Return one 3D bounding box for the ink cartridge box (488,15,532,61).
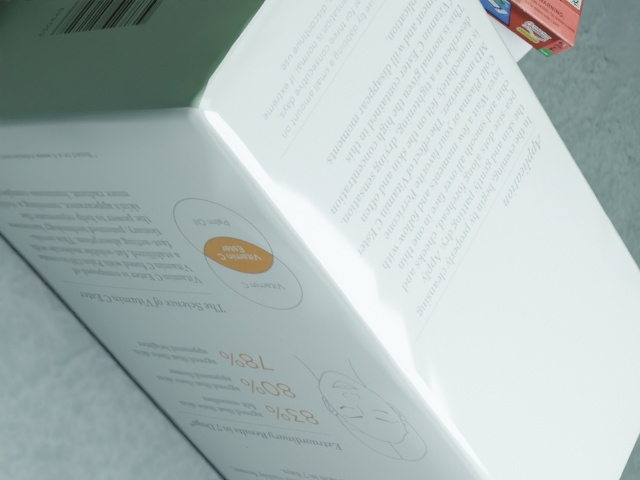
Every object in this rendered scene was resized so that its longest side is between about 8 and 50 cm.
[{"bbox_3d":[0.052,-0.121,0.958,0.180,0.060,0.104,-43,119,-37],"label":"ink cartridge box"}]

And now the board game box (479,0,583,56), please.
[{"bbox_3d":[0.058,-0.240,0.924,0.281,0.027,0.145,30,60,-27],"label":"board game box"}]

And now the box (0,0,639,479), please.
[{"bbox_3d":[0.000,0.000,0.796,0.345,0.215,0.168,53,55,-34],"label":"box"}]
